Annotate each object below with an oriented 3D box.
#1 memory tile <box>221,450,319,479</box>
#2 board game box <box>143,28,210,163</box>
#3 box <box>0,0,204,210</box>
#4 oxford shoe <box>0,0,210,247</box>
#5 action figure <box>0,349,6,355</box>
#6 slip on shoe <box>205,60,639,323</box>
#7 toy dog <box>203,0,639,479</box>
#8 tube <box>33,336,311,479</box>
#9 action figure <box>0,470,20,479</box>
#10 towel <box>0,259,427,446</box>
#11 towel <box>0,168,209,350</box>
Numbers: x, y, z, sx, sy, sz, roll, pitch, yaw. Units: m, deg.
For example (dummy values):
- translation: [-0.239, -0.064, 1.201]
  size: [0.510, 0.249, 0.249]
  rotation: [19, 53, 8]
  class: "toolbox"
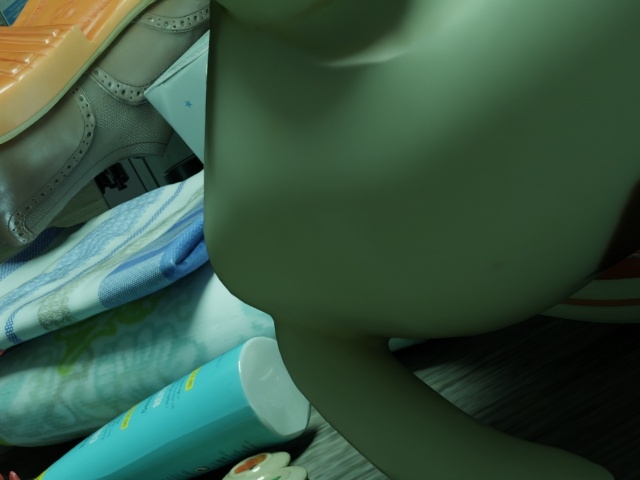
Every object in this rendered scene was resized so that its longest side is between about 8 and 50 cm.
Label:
- translation: [-0.069, 0.137, 0.671]
  size: [0.148, 0.012, 0.113]
  rotation: [-27, 11, -10]
  class: "memory tile"
- translation: [0.041, -0.186, 1.066]
  size: [0.224, 0.097, 0.303]
  rotation: [-31, 13, 40]
  class: "board game box"
- translation: [-0.120, -0.116, 1.235]
  size: [0.169, 0.290, 0.087]
  rotation: [-35, 9, -33]
  class: "box"
- translation: [-0.143, -0.138, 1.119]
  size: [0.130, 0.133, 0.363]
  rotation: [10, 43, 40]
  class: "oxford shoe"
- translation: [-0.367, 0.103, 1.168]
  size: [0.091, 0.139, 0.280]
  rotation: [18, 40, 35]
  class: "action figure"
- translation: [0.067, -0.058, 0.734]
  size: [0.123, 0.101, 0.331]
  rotation: [-25, 44, -36]
  class: "slip on shoe"
- translation: [0.141, -0.126, 0.508]
  size: [0.407, 0.396, 0.284]
  rotation: [-12, -20, 19]
  class: "toy dog"
- translation: [-0.098, 0.111, 0.786]
  size: [0.207, 0.052, 0.080]
  rotation: [-28, -1, 30]
  class: "tube"
- translation: [-0.218, 0.164, 0.846]
  size: [0.115, 0.030, 0.038]
  rotation: [-36, 19, -33]
  class: "action figure"
- translation: [0.000, 0.000, 0.977]
  size: [0.320, 0.090, 0.374]
  rotation: [-23, 11, 32]
  class: "towel"
- translation: [-0.136, 0.008, 0.949]
  size: [0.285, 0.034, 0.209]
  rotation: [-20, 14, 38]
  class: "towel"
